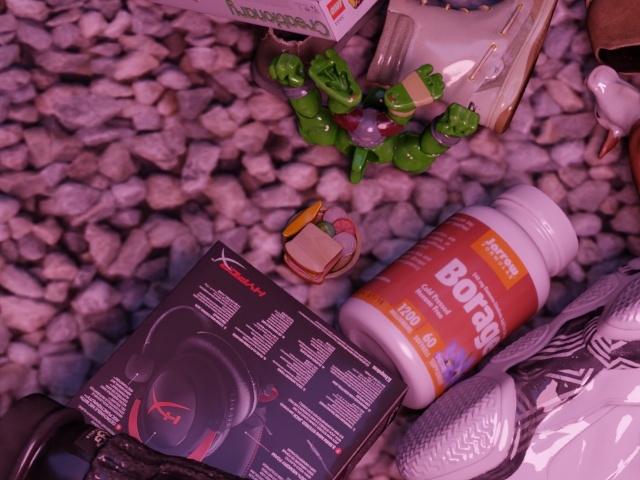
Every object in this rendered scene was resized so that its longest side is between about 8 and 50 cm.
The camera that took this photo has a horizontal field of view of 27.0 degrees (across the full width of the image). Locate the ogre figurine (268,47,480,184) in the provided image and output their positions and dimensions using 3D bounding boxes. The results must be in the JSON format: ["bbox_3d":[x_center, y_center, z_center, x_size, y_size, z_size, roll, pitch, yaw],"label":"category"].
[{"bbox_3d":[0.046,-0.119,1.293,0.197,0.118,0.097,0,61,-6],"label":"ogre figurine"}]

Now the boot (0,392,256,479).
[{"bbox_3d":[-0.158,0.308,0.993,0.260,0.131,0.348,21,102,14],"label":"boot"}]

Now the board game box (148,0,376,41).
[{"bbox_3d":[-0.035,-0.296,1.315,0.305,0.053,0.193,21,60,44],"label":"board game box"}]

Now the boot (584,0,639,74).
[{"bbox_3d":[0.423,-0.222,1.343,0.305,0.112,0.115,-5,49,14],"label":"boot"}]

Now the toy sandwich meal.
[{"bbox_3d":[0.000,0.000,1.283,0.085,0.029,0.086,2,66,-4],"label":"toy sandwich meal"}]

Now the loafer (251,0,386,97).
[{"bbox_3d":[0.014,-0.259,1.370,0.094,0.087,0.251,25,66,7],"label":"loafer"}]

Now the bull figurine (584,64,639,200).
[{"bbox_3d":[0.347,-0.052,1.257,0.101,0.188,0.310,-21,74,-1],"label":"bull figurine"}]

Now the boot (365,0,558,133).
[{"bbox_3d":[0.151,-0.227,1.374,0.165,0.077,0.213,21,69,7],"label":"boot"}]

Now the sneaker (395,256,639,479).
[{"bbox_3d":[0.263,0.156,1.125,0.366,0.137,0.210,-35,98,7],"label":"sneaker"}]

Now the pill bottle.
[{"bbox_3d":[0.130,0.045,1.222,0.216,0.121,0.121,-38,74,-19],"label":"pill bottle"}]

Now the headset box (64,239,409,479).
[{"bbox_3d":[-0.100,0.182,1.148,0.218,0.110,0.293,36,68,11],"label":"headset box"}]
